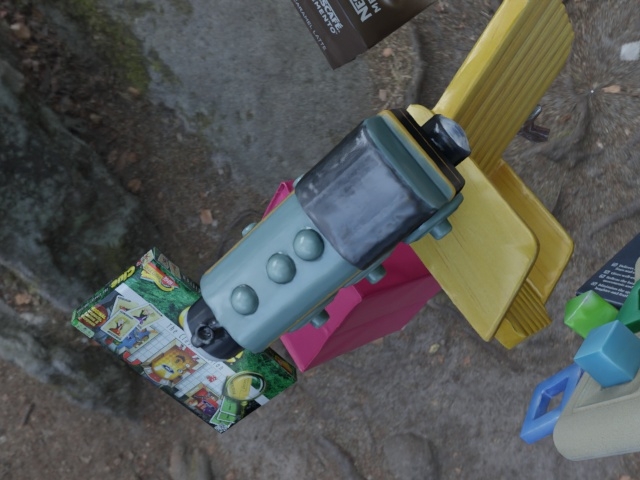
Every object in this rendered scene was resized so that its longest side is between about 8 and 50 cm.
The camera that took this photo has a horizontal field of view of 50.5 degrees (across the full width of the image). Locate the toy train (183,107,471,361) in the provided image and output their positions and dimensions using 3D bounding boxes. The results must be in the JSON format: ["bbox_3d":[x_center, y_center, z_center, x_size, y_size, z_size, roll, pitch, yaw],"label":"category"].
[{"bbox_3d":[0.000,0.000,0.669,0.334,0.190,0.142,-39,85,26],"label":"toy train"}]

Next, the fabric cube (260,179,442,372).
[{"bbox_3d":[0.048,0.039,1.237,0.254,0.258,0.259,57,139,22],"label":"fabric cube"}]

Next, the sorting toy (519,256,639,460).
[{"bbox_3d":[0.240,0.048,0.462,0.047,0.196,0.348,38,151,0],"label":"sorting toy"}]

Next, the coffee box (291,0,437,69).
[{"bbox_3d":[0.089,-0.351,0.877,0.141,0.246,0.098,55,160,-15],"label":"coffee box"}]

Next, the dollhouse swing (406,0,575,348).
[{"bbox_3d":[0.278,-0.089,0.864,0.305,0.347,0.315,-42,71,19],"label":"dollhouse swing"}]

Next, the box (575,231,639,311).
[{"bbox_3d":[0.823,0.123,1.513,0.293,0.395,0.212,19,138,54],"label":"box"}]

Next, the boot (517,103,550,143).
[{"bbox_3d":[0.534,-0.283,1.663,0.106,0.114,0.037,-37,46,47],"label":"boot"}]

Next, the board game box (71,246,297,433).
[{"bbox_3d":[-0.160,0.133,0.839,0.136,0.030,0.260,-38,119,11],"label":"board game box"}]
